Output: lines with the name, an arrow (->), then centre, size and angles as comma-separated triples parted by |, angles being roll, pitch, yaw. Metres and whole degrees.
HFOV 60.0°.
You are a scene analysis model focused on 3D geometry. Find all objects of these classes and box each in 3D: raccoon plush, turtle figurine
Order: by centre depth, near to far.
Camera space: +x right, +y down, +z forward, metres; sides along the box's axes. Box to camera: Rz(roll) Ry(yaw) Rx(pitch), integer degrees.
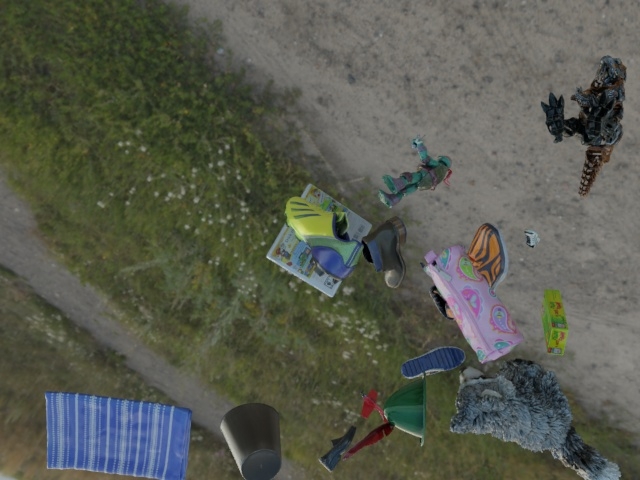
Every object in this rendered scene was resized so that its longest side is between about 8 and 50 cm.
raccoon plush -> 0.539, 0.470, 1.387 | 0.446, 0.299, 0.216 | 31, 112, 27
turtle figurine -> 0.260, -0.180, 1.440 | 0.118, 0.234, 0.175 | 42, 155, 36

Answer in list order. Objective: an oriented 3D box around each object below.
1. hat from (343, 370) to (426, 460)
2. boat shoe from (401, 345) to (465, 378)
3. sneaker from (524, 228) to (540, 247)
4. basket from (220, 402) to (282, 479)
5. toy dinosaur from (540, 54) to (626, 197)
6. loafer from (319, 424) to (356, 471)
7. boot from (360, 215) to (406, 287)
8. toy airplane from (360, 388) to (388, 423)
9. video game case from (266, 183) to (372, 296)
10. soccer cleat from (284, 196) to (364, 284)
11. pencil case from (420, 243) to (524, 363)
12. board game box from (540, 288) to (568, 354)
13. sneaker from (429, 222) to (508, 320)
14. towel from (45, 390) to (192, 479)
hat -> 0.159, 0.403, 1.336 | 0.183, 0.208, 0.173 | 2, 101, 9
boat shoe -> 0.320, 0.345, 1.576 | 0.183, 0.066, 0.066 | -16, 160, 11
sneaker -> 0.578, -0.004, 1.523 | 0.083, 0.037, 0.032 | 33, 178, -44
basket -> -0.212, 0.657, 1.796 | 0.204, 0.154, 0.227 | 1, -163, -16
toy dinosaur -> 0.661, -0.276, 1.315 | 0.218, 0.322, 0.164 | 5, 164, -40
loafer -> 0.061, 0.696, 1.884 | 0.061, 0.170, 0.062 | 33, 165, 15
boot -> 0.147, 0.047, 1.354 | 0.082, 0.106, 0.219 | 44, 150, 43
toy airplane -> 0.192, 0.580, 1.926 | 0.151, 0.151, 0.028 | 36, 121, -19
video game case -> 0.000, 0.000, 1.454 | 0.206, 0.227, 0.026 | 33, 167, -14
soccer cleat -> 0.009, -0.026, 1.170 | 0.093, 0.289, 0.121 | 29, 107, -35
pencil case -> 0.351, 0.142, 1.300 | 0.284, 0.124, 0.124 | 61, 155, 19
board game box -> 0.664, 0.229, 1.578 | 0.043, 0.181, 0.092 | 3, 122, 13
sneaker -> 0.417, 0.108, 1.579 | 0.180, 0.124, 0.321 | -11, 121, -20
towel -> -0.481, 0.474, 1.322 | 0.336, 0.040, 0.243 | 9, 116, -7
